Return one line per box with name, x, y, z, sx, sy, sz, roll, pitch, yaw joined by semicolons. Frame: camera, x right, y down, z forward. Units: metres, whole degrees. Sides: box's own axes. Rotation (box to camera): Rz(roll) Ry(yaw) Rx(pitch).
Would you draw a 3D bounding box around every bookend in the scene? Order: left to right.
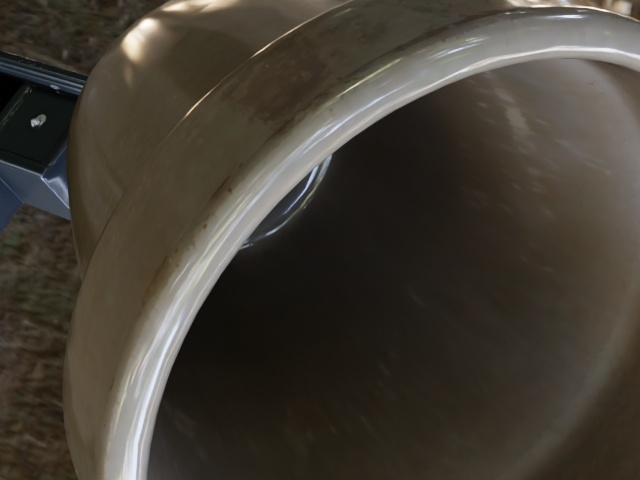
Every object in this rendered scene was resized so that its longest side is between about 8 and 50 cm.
bookend;-0.226;-0.045;0.835;0.157;0.156;0.072;-58;145;-19

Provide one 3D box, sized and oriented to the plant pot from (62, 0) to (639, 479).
plant pot;0.000;0.000;0.482;0.263;0.229;0.263;-16;126;-24
